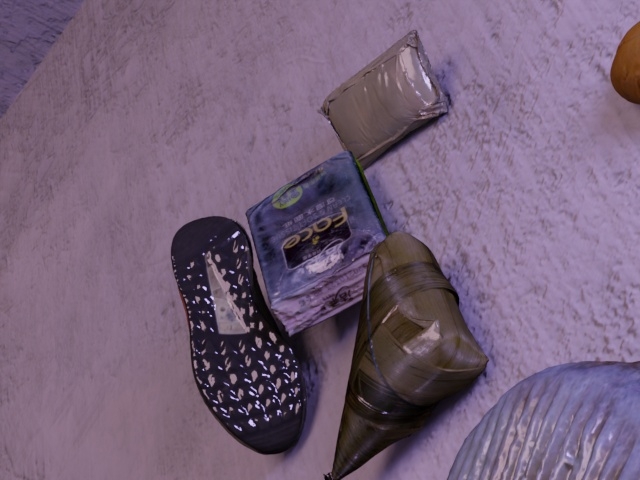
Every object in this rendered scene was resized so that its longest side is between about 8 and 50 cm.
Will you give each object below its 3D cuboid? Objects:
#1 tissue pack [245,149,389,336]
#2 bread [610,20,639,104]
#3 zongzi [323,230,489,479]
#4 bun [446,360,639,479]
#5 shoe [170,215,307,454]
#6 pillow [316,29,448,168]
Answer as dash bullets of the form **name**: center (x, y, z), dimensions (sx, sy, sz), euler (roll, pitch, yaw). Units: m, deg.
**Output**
- **tissue pack**: center (0.000, 0.000, 1.973), dimensions (0.173, 0.073, 0.235), euler (-29, 34, 8)
- **bread**: center (0.367, -0.197, 1.582), dimensions (0.189, 0.077, 0.114), euler (-9, 63, 54)
- **zongzi**: center (0.068, 0.133, 1.757), dimensions (0.242, 0.112, 0.221), euler (-50, 32, 25)
- **bun**: center (0.241, 0.264, 1.247), dimensions (0.362, 0.211, 0.362), euler (-37, 40, 40)
- **shoe**: center (-0.107, 0.143, 2.027), dimensions (0.132, 0.171, 0.337), euler (-19, 65, -4)
- **pillow**: center (0.084, -0.183, 2.031), dimensions (0.208, 0.053, 0.119), euler (-32, 73, 43)
